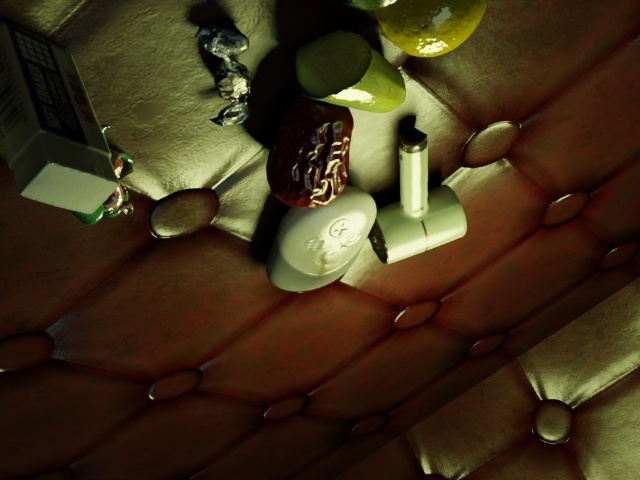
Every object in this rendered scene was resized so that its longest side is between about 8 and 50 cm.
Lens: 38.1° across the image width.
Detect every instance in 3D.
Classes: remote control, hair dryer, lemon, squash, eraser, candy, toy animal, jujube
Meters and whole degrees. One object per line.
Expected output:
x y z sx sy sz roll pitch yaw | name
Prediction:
0.000 0.000 1.996 0.221 0.104 0.332 -8 146 -24 | remote control
0.202 -0.112 1.983 0.203 0.128 0.362 -19 141 -11 | hair dryer
0.178 -0.389 1.471 0.203 0.178 0.178 -42 146 21 | lemon
0.094 -0.283 1.630 0.287 0.137 0.137 8 136 -49 | squash
-0.382 -0.171 1.282 0.081 0.279 0.124 -41 147 22 | eraser
-0.154 -0.271 1.531 0.093 0.051 0.226 -12 146 -3 | candy
-0.365 -0.123 1.573 0.103 0.100 0.208 -58 157 -26 | toy animal
-0.015 -0.166 1.700 0.155 0.155 0.230 -8 135 -28 | jujube

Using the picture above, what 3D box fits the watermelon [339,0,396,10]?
0.047 -0.433 1.380 0.193 0.137 0.145 5 174 41 | watermelon

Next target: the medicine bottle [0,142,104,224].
-0.437 -0.117 1.471 0.094 0.064 0.260 -5 143 30 | medicine bottle
